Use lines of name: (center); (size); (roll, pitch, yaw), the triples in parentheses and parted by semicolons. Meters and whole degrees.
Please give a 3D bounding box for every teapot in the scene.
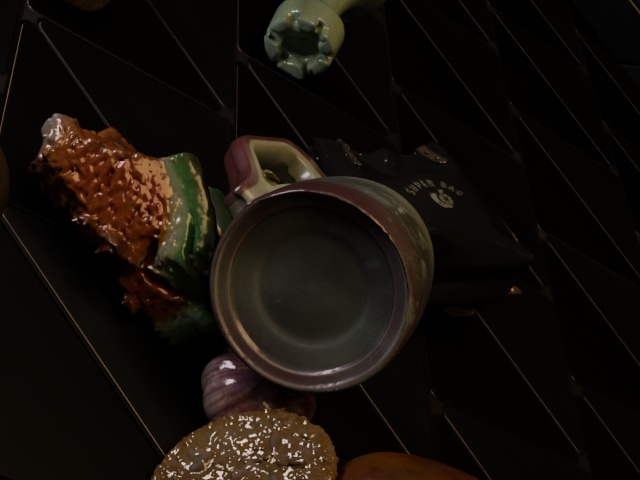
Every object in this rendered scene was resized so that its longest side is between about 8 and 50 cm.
teapot: (0.000, 0.000, 1.412); (0.315, 0.233, 0.312); (51, 18, 2)

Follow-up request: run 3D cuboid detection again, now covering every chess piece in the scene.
chess piece: (0.005, -0.409, 1.997); (0.195, 0.195, 0.299); (39, 44, -15)

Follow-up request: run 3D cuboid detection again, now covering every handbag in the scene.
handbag: (0.139, -0.042, 1.760); (0.342, 0.152, 0.288); (-1, 49, -35)

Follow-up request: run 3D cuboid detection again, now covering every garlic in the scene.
garlic: (-0.069, 0.181, 1.397); (0.159, 0.102, 0.147); (-14, 67, -54)

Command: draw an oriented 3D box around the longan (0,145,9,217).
longan: (-0.418, -0.067, 1.164); (0.220, 0.196, 0.196); (-7, 63, -46)

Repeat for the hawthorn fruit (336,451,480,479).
hawthorn fruit: (0.083, 0.354, 1.264); (0.301, 0.267, 0.268); (32, 25, 28)

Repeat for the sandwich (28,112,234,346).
sandwich: (-0.208, -0.049, 1.411); (0.301, 0.162, 0.250); (38, 31, -22)

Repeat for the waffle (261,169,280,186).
waffle: (-0.051, 0.005, 1.589); (0.214, 0.054, 0.207); (54, 19, -35)

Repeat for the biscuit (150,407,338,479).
biscuit: (-0.085, 0.261, 1.239); (0.219, 0.220, 0.033); (-76, 156, -51)

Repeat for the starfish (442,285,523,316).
starfish: (0.202, 0.016, 1.883); (0.277, 0.062, 0.235); (20, 51, -17)

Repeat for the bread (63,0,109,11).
bread: (-0.342, -0.419, 1.665); (0.132, 0.114, 0.190); (21, 51, -49)
